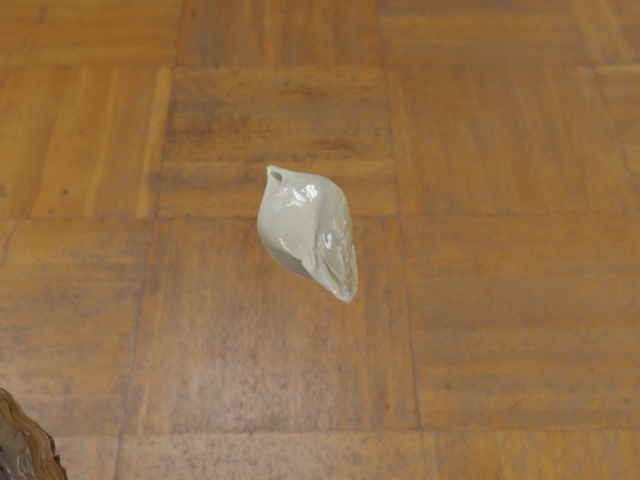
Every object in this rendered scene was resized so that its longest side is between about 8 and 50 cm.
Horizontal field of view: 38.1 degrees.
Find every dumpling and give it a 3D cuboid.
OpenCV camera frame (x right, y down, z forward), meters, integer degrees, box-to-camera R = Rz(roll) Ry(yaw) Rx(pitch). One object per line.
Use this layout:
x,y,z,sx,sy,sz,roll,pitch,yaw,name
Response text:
0.000,0.000,1.294,0.131,0.179,0.252,-37,40,5,dumpling

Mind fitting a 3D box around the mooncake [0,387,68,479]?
-0.418,0.279,0.917,0.324,0.187,0.324,2,80,-8,mooncake
